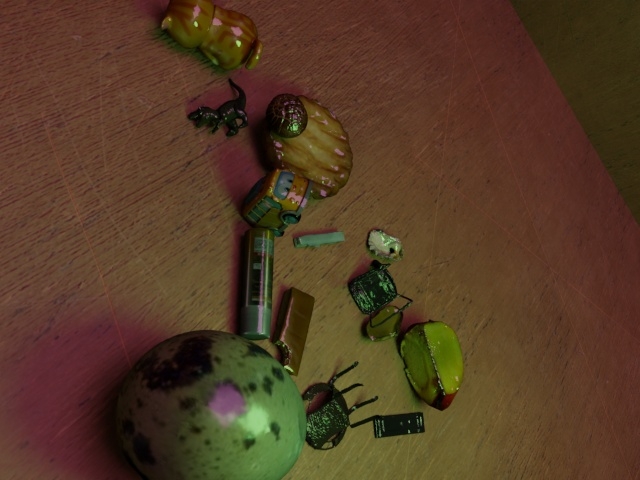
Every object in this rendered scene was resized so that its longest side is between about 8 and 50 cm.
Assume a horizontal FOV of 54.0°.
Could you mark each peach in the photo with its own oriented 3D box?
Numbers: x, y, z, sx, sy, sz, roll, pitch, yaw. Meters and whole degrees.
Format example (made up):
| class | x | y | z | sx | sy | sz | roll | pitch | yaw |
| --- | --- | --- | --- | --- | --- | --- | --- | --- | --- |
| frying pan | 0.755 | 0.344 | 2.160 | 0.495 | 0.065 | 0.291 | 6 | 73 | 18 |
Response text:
| class | x | y | z | sx | sy | sz | roll | pitch | yaw |
| --- | --- | --- | --- | --- | --- | --- | --- | --- | --- |
| peach | 0.350 | 0.373 | 1.914 | 0.154 | 0.159 | 0.267 | -15 | 82 | -32 |

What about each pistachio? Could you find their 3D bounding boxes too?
| class | x | y | z | sx | sy | sz | roll | pitch | yaw |
| --- | --- | --- | --- | --- | --- | --- | --- | --- | --- |
| pistachio | 0.194 | 0.263 | 1.899 | 0.089 | 0.049 | 0.173 | 47 | 48 | 13 |

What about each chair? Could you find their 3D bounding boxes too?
| class | x | y | z | sx | sy | sz | roll | pitch | yaw |
| --- | --- | --- | --- | --- | --- | --- | --- | --- | --- |
| chair | 0.049 | 0.451 | 1.685 | 0.213 | 0.149 | 0.174 | -30 | 100 | 0 |
| chair | 0.166 | 0.147 | 1.887 | 0.145 | 0.221 | 0.140 | -31 | 97 | 0 |

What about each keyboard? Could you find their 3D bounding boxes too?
| class | x | y | z | sx | sy | sz | roll | pitch | yaw |
| --- | --- | --- | --- | --- | --- | --- | --- | --- | --- |
| keyboard | 0.235 | 0.544 | 1.855 | 0.204 | 0.013 | 0.061 | 8 | 70 | -39 |

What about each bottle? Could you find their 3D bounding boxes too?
| class | x | y | z | sx | sy | sz | roll | pitch | yaw |
| --- | --- | --- | --- | --- | --- | --- | --- | --- | --- |
| bottle | -0.164 | 0.113 | 1.628 | 0.082 | 0.082 | 0.286 | 16 | 64 | -35 |

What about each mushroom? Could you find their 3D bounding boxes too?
| class | x | y | z | sx | sy | sz | roll | pitch | yaw |
| --- | --- | --- | --- | --- | --- | --- | --- | --- | --- |
| mushroom | -0.090 | -0.343 | 1.725 | 0.109 | 0.085 | 0.126 | -35 | 87 | -42 |

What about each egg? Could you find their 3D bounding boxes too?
| class | x | y | z | sx | sy | sz | roll | pitch | yaw |
| --- | --- | --- | --- | --- | --- | --- | --- | --- | --- |
| egg | -0.216 | 0.369 | 1.317 | 0.428 | 0.345 | 0.345 | 30 | 56 | -44 |

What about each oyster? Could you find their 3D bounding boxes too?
| class | x | y | z | sx | sy | sz | roll | pitch | yaw |
| --- | --- | --- | --- | --- | --- | --- | --- | --- | --- |
| oyster | 0.210 | 0.015 | 2.006 | 0.146 | 0.045 | 0.121 | -19 | 90 | -35 |

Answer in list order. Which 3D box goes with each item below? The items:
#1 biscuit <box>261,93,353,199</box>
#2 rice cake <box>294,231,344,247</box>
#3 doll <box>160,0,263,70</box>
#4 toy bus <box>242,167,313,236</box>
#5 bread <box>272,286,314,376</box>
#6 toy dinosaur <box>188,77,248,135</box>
| class | x | y | z | sx | sy | sz | roll | pitch | yaw |
| --- | --- | --- | --- | --- | --- | --- | --- | --- | --- |
| biscuit | -0.045 | -0.271 | 1.855 | 0.326 | 0.107 | 0.325 | 15 | 66 | -38 |
| rice cake | 0.000 | 0.000 | 1.843 | 0.180 | 0.030 | 0.042 | -7 | 82 | -40 |
| doll | -0.299 | -0.577 | 1.720 | 0.270 | 0.162 | 0.166 | 17 | 78 | -24 |
| toy bus | -0.119 | -0.105 | 1.669 | 0.136 | 0.209 | 0.126 | 29 | 58 | -17 |
| bread | -0.078 | 0.243 | 1.677 | 0.088 | 0.049 | 0.226 | 31 | 57 | -28 |
| toy dinosaur | -0.269 | -0.380 | 1.717 | 0.187 | 0.087 | 0.179 | -11 | 83 | -43 |
